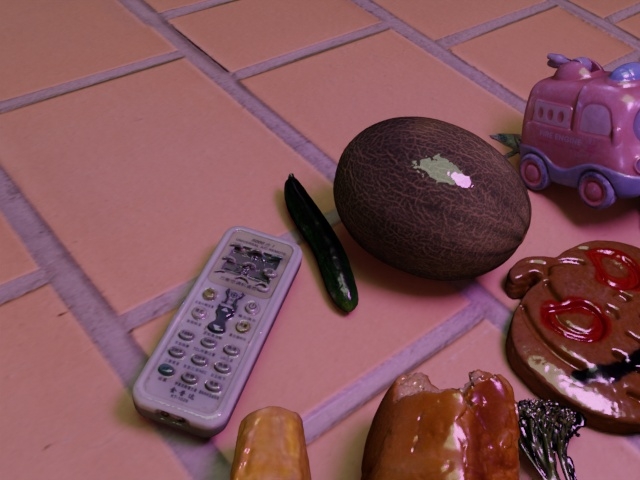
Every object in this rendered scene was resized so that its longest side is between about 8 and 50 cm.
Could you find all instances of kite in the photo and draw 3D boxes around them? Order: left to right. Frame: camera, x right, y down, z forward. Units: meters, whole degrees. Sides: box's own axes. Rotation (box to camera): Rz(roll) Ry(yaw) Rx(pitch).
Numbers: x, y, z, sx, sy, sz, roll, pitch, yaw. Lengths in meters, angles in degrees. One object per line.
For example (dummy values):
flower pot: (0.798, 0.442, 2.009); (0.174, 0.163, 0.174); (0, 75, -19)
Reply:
kite: (0.391, -0.177, 1.385); (0.137, 0.005, 0.152); (33, 51, 23)

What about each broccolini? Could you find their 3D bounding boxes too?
broccolini: (0.338, 0.303, 0.873); (0.123, 0.062, 0.271); (-28, 59, -21)

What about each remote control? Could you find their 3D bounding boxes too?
remote control: (-0.131, 0.114, 0.968); (0.127, 0.066, 0.335); (16, 45, 9)

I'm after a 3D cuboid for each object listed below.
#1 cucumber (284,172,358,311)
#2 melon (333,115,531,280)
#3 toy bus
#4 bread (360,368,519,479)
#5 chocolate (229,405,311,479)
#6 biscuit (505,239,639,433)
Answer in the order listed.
cucumber: (0.000, 0.000, 1.114); (0.056, 0.056, 0.284); (-11, 52, -19)
melon: (0.170, -0.063, 1.070); (0.301, 0.238, 0.237); (23, 47, 12)
toy bus: (0.496, -0.204, 1.238); (0.197, 0.232, 0.294); (-20, 27, -25)
bread: (0.114, 0.295, 0.745); (0.148, 0.195, 0.344); (25, 43, -13)
chocolate: (-0.052, 0.374, 0.686); (0.162, 0.162, 0.446); (2, 41, -7)
biscuit: (0.433, 0.117, 1.063); (0.314, 0.063, 0.367); (36, 51, 22)
